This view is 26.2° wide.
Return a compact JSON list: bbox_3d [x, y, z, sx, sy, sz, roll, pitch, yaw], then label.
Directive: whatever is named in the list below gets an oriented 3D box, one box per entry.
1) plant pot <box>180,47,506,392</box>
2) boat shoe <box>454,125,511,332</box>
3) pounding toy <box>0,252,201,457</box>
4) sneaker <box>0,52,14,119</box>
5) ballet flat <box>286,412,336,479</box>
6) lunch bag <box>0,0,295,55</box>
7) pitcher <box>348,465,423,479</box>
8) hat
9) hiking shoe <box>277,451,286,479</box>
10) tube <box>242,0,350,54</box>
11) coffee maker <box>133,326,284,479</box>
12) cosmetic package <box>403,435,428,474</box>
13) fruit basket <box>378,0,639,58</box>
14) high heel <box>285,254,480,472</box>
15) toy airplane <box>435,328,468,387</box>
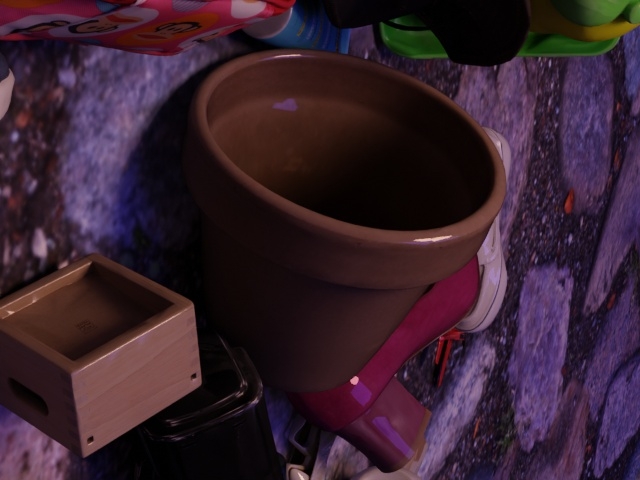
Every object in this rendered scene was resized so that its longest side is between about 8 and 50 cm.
[{"bbox_3d":[0.000,0.000,1.165,0.263,0.263,0.229,-44,157,-49],"label":"plant pot"},{"bbox_3d":[0.176,-0.012,1.689,0.084,0.095,0.258,-6,98,-59],"label":"boat shoe"},{"bbox_3d":[-0.166,0.080,0.981,0.130,0.141,0.100,-30,130,-39],"label":"pounding toy"},{"bbox_3d":[-0.262,-0.136,0.651,0.350,0.131,0.148,1,97,-68],"label":"sneaker"},{"bbox_3d":[-0.019,0.230,1.449,0.052,0.057,0.168,28,71,-36],"label":"ballet flat"},{"bbox_3d":[-0.134,-0.249,0.828,0.293,0.120,0.258,-14,89,-66],"label":"lunch bag"},{"bbox_3d":[0.061,0.363,1.608,0.178,0.125,0.207,-46,156,-23],"label":"pitcher"},{"bbox_3d":[0.036,-0.263,1.138,0.134,0.331,0.331,-24,136,-9],"label":"hat"},{"bbox_3d":[-0.034,0.342,1.358,0.113,0.132,0.304,-36,131,-55],"label":"hiking shoe"},{"bbox_3d":[-0.012,-0.194,1.244,0.207,0.052,0.080,-1,104,-69],"label":"tube"},{"bbox_3d":[-0.078,0.182,1.145,0.120,0.171,0.178,-40,138,-28],"label":"coffee maker"},{"bbox_3d":[0.094,0.248,1.690,0.060,0.041,0.115,-64,153,-24],"label":"cosmetic package"},{"bbox_3d":[0.174,-0.307,1.273,0.392,0.283,0.392,1,90,-77],"label":"fruit basket"},{"bbox_3d":[0.065,0.057,1.485,0.181,0.127,0.377,44,37,-22],"label":"high heel"},{"bbox_3d":[0.167,0.121,1.794,0.151,0.028,0.151,-38,134,-55],"label":"toy airplane"}]
